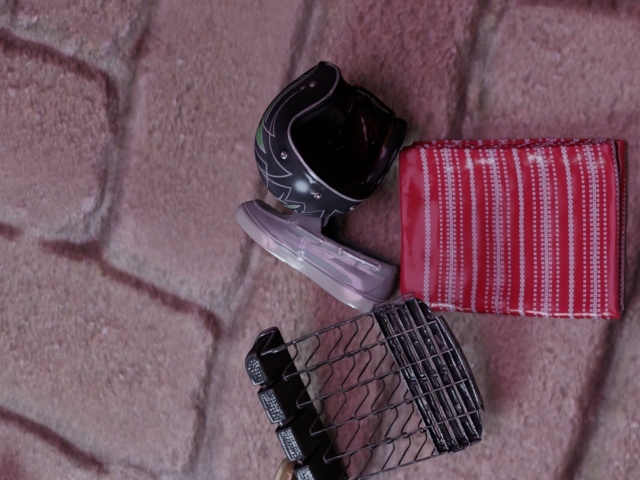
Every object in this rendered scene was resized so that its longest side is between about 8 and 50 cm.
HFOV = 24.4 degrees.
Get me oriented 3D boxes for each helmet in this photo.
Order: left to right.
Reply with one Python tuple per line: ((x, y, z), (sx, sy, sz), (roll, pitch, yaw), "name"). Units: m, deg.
((0.002, -0.108, 1.704), (0.169, 0.169, 0.162), (36, 90, 29), "helmet")

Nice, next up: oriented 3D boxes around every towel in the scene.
((0.207, -0.015, 1.647), (0.274, 0.031, 0.199), (1, 92, 35), "towel")

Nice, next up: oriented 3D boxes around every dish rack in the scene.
((0.055, 0.174, 1.704), (0.271, 0.074, 0.208), (-22, 97, 28), "dish rack")

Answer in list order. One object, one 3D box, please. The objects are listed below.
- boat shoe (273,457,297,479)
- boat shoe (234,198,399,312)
((-0.034, 0.338, 1.805), (0.048, 0.056, 0.153), (12, 98, 25), "boat shoe")
((0.000, 0.000, 1.769), (0.227, 0.079, 0.081), (34, 102, 23), "boat shoe")
